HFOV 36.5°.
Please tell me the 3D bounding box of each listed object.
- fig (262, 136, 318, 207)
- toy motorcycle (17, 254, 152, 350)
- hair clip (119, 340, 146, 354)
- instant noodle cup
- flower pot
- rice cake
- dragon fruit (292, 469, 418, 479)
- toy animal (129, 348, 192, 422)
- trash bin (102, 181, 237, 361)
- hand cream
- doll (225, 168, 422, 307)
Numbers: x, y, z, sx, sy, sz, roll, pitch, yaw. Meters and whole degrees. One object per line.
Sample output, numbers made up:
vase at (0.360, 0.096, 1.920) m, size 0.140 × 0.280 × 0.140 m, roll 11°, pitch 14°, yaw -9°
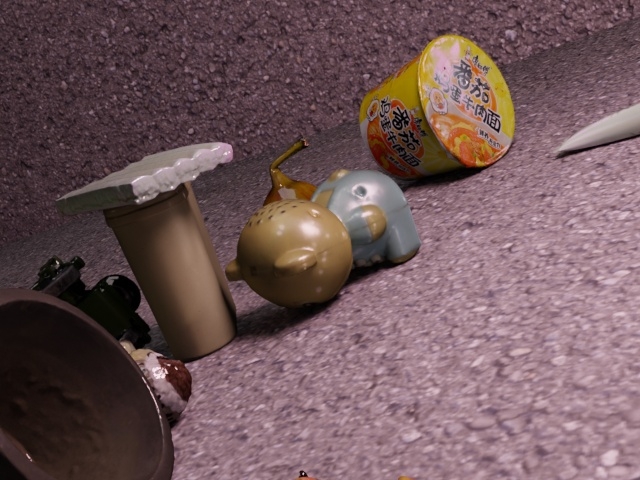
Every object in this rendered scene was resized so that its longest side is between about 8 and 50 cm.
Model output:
fig at (-0.043, -0.041, 1.596) m, size 0.148 × 0.186 × 0.142 m, roll -23°, pitch 27°, yaw 34°
toy motorcycle at (-0.397, 0.145, 1.450) m, size 0.275 × 0.205 × 0.127 m, roll -40°, pitch 14°, yaw 6°
hair clip at (-0.327, 0.193, 1.330) m, size 0.218 × 0.071 × 0.159 m, roll -7°, pitch 36°, yaw 15°
instant noodle cup at (0.214, -0.240, 1.862) m, size 0.264 × 0.264 × 0.200 m, roll -33°, pitch 10°, yaw -40°
flower pot at (-0.295, 0.200, 0.978) m, size 0.166 × 0.269 × 0.269 m, roll -43°, pitch 6°, yaw 18°
rice cake at (-0.241, -0.084, 1.320) m, size 0.189 × 0.037 × 0.198 m, roll -30°, pitch 16°, yaw -34°
dragon fruit at (0.013, 0.208, 0.590) m, size 0.165 × 0.136 × 0.133 m, roll -7°, pitch -4°, yaw -23°
toy animal at (-0.208, 0.189, 1.138) m, size 0.098 × 0.098 × 0.137 m, roll -13°, pitch 32°, yaw 37°
trash bin at (-0.213, 0.029, 1.440) m, size 0.121 × 0.247 × 0.243 m, roll -22°, pitch 12°, yaw -1°
hand cream at (0.484, -0.186, 1.600) m, size 0.204 × 0.050 × 0.078 m, roll -18°, pitch 15°, yaw 41°
doll at (0.000, 0.000, 1.397) m, size 0.260 × 0.162 × 0.177 m, roll -29°, pitch 15°, yaw -37°
